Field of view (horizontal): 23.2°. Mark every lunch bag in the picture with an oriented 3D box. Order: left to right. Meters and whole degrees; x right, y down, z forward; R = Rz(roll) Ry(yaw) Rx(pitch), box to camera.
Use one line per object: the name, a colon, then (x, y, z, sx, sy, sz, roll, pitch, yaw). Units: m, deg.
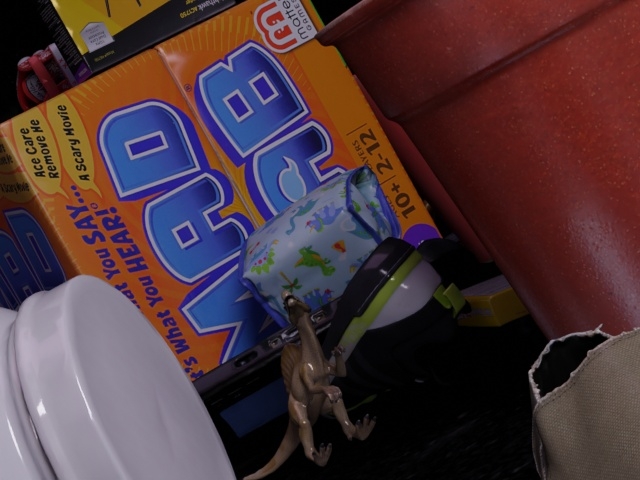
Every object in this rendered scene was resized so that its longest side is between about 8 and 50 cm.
lunch bag: (0.000, 0.000, 1.408, 0.129, 0.096, 0.151, -33, 22, 13)

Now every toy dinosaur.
toy dinosaur: (-0.007, 0.121, 1.151, 0.053, 0.183, 0.092, -12, 36, -32)

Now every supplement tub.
supplement tub: (-0.221, 0.176, 0.885, 0.316, 0.228, 0.228, -29, 4, 10)

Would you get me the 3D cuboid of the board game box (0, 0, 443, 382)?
board game box: (-0.144, -0.001, 1.648, 0.356, 0.356, 0.356, -31, 4, -26)

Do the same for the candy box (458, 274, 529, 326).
candy box: (0.198, 0.017, 1.148, 0.206, 0.027, 0.105, -21, 0, -14)

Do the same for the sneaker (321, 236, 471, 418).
sneaker: (0.054, 0.090, 1.163, 0.084, 0.097, 0.235, -50, -12, -27)

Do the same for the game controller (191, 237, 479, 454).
game controller: (-0.007, 0.102, 1.316, 0.319, 0.067, 0.166, -30, -11, -4)

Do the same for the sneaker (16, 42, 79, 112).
sneaker: (-0.241, -0.207, 1.720, 0.145, 0.090, 0.270, -33, 2, -36)

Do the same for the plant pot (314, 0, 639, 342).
plant pot: (0.179, -0.074, 0.927, 0.272, 0.265, 0.272, -30, 4, 2)

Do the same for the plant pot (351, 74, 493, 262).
plant pot: (0.194, -0.127, 1.647, 0.275, 0.243, 0.275, -30, 3, 2)

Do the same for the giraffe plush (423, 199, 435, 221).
giraffe plush: (0.192, -0.092, 1.895, 0.181, 0.210, 0.170, -9, -43, -38)

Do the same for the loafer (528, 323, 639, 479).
loafer: (0.118, 0.086, 0.605, 0.094, 0.087, 0.251, -30, 4, -2)

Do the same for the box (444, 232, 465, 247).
box: (0.172, -0.001, 1.788, 0.137, 0.027, 0.094, -32, 4, -37)

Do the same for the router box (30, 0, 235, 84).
router box: (-0.189, -0.248, 1.510, 0.179, 0.133, 0.046, -32, 5, -30)
